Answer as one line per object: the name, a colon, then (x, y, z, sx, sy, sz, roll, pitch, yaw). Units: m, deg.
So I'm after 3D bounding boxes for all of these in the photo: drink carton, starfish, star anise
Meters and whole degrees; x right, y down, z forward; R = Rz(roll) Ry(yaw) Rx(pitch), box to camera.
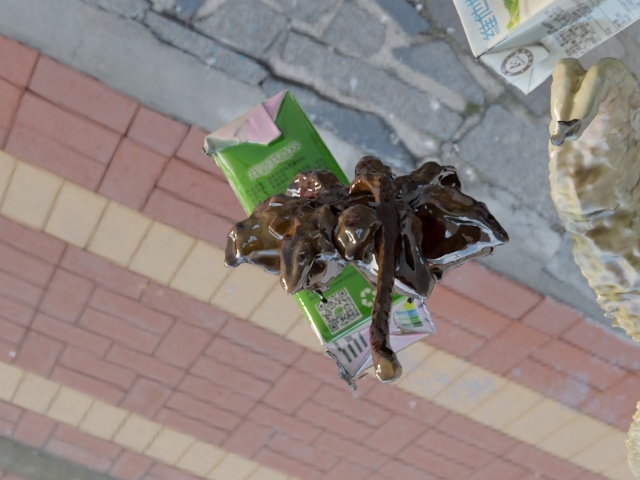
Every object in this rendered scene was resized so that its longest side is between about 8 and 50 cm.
drink carton: (0.000, 0.000, 1.015, 0.108, 0.271, 0.161, -31, 155, -1)
drink carton: (0.320, -0.352, 1.214, 0.324, 0.194, 0.132, -34, 141, 28)
starfish: (0.295, 0.001, 0.646, 0.324, 0.082, 0.432, -30, 130, -9)
star anise: (0.044, 0.001, 0.598, 0.177, 0.234, 0.073, -19, 121, -26)
